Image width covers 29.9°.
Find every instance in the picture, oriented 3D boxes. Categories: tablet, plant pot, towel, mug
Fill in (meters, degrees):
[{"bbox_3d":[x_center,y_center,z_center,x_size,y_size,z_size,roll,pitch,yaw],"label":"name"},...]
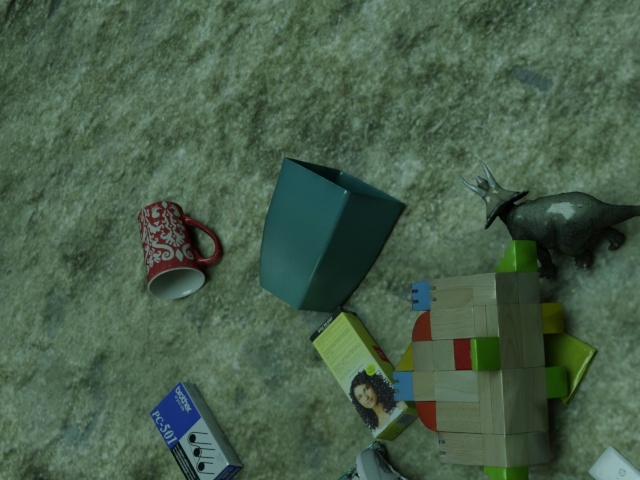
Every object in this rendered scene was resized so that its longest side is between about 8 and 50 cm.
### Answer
[{"bbox_3d":[0.444,0.352,1.782,0.083,0.006,0.054,44,104,36],"label":"tablet"},{"bbox_3d":[0.000,0.000,2.118,0.165,0.166,0.234,30,104,38],"label":"plant pot"},{"bbox_3d":[0.320,0.164,1.917,0.237,0.021,0.102,30,97,38],"label":"towel"},{"bbox_3d":[-0.284,0.015,2.370,0.113,0.150,0.169,114,145,-51],"label":"mug"}]

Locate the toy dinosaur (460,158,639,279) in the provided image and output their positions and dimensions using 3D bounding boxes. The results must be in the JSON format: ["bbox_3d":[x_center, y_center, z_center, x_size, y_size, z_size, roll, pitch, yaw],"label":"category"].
[{"bbox_3d":[0.369,-0.023,1.837,0.314,0.160,0.121,8,66,39],"label":"toy dinosaur"}]

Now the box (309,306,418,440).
[{"bbox_3d":[0.076,0.227,2.056,0.087,0.058,0.232,-48,54,16],"label":"box"}]

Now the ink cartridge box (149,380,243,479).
[{"bbox_3d":[-0.235,0.374,2.251,0.097,0.046,0.207,-46,55,15],"label":"ink cartridge box"}]

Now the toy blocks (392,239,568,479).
[{"bbox_3d":[0.223,0.202,1.881,0.261,0.191,0.381,-10,82,52],"label":"toy blocks"}]

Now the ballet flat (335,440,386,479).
[{"bbox_3d":[0.070,0.389,2.029,0.114,0.041,0.041,-48,55,17],"label":"ballet flat"}]

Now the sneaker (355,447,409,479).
[{"bbox_3d":[0.166,0.432,1.923,0.115,0.105,0.281,-43,62,1],"label":"sneaker"}]
